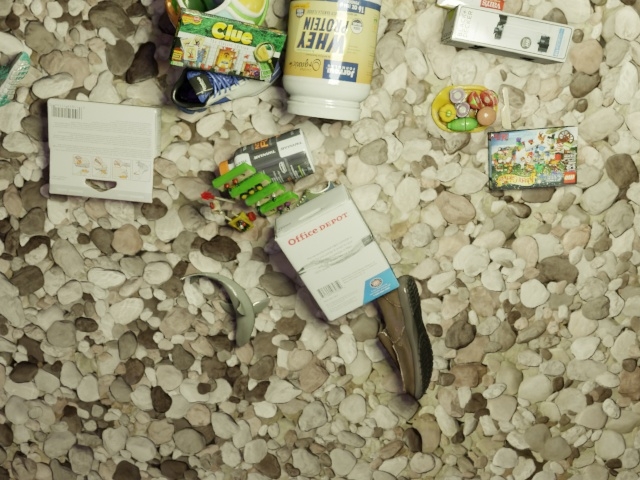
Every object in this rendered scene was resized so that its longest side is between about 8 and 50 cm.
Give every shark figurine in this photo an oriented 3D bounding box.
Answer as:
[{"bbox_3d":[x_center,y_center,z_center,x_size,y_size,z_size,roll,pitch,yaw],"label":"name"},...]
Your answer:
[{"bbox_3d":[-0.258,0.170,1.801,0.166,0.116,0.278,-36,102,8],"label":"shark figurine"}]

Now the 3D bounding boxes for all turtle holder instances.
[{"bbox_3d":[-0.232,-0.602,1.553,0.321,0.227,0.243,9,103,1],"label":"turtle holder"}]

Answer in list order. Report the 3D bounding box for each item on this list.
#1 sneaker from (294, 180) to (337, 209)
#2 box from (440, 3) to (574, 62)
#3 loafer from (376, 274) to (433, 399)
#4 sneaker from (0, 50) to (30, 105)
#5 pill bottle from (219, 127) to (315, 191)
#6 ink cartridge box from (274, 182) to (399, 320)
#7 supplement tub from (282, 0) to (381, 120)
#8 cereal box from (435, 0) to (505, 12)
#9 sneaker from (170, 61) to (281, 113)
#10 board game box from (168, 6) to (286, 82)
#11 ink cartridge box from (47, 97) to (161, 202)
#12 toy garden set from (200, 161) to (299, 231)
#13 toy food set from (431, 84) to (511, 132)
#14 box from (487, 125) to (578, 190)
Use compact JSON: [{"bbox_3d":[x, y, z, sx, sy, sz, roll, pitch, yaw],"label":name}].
[{"bbox_3d":[-0.030,-0.103,1.757,0.192,0.064,0.086,-23,91,9],"label":"sneaker"},{"bbox_3d":[0.465,-0.519,1.586,0.290,0.169,0.087,11,103,0],"label":"box"},{"bbox_3d":[0.238,0.281,1.819,0.130,0.134,0.365,-8,94,27],"label":"loafer"},{"bbox_3d":[-0.856,-0.450,1.695,0.076,0.065,0.166,37,100,-3],"label":"sneaker"},{"bbox_3d":[-0.147,-0.207,1.696,0.246,0.130,0.130,-17,102,5],"label":"pill bottle"},{"bbox_3d":[0.044,0.033,1.713,0.223,0.129,0.307,-27,117,8],"label":"ink cartridge box"},{"bbox_3d":[0.024,-0.471,1.579,0.229,0.228,0.316,6,103,0],"label":"supplement tub"},{"bbox_3d":[0.406,-0.707,1.602,0.173,0.047,0.240,11,102,-1],"label":"cereal box"},{"bbox_3d":[-0.255,-0.411,1.624,0.316,0.182,0.127,-22,103,7],"label":"sneaker"},{"bbox_3d":[-0.223,-0.467,1.512,0.260,0.030,0.136,3,128,-28],"label":"board game box"},{"bbox_3d":[-0.597,-0.249,1.732,0.297,0.066,0.261,6,104,1],"label":"ink cartridge box"},{"bbox_3d":[-0.203,-0.099,1.677,0.204,0.244,0.049,-26,61,23],"label":"toy garden set"},{"bbox_3d":[0.411,-0.353,1.676,0.218,0.071,0.128,-1,103,2],"label":"toy food set"},{"bbox_3d":[0.581,-0.226,1.715,0.233,0.044,0.159,-5,103,3],"label":"box"}]
